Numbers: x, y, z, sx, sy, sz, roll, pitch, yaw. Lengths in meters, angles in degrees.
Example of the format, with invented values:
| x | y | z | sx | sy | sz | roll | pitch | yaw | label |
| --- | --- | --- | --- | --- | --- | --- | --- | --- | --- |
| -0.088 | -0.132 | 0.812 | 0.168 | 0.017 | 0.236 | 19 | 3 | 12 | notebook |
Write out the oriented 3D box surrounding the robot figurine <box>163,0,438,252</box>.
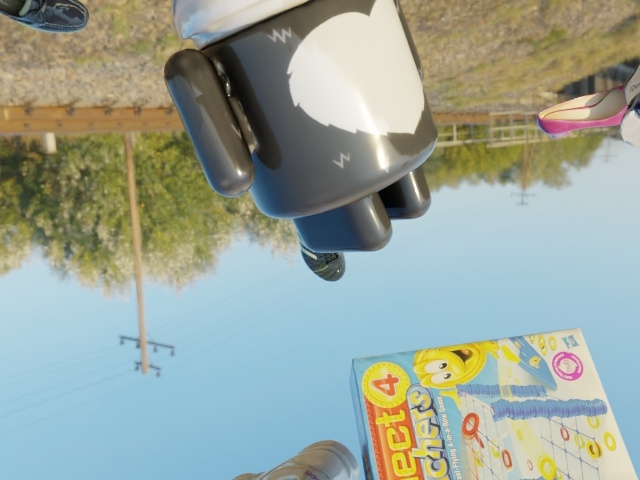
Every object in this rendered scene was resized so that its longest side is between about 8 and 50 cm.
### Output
| x | y | z | sx | sy | sz | roll | pitch | yaw | label |
| --- | --- | --- | --- | --- | --- | --- | --- | --- | --- |
| -0.005 | -0.127 | 0.541 | 0.174 | 0.278 | 0.209 | -19 | -162 | 13 | robot figurine |

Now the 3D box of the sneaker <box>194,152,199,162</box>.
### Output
| x | y | z | sx | sy | sz | roll | pitch | yaw | label |
| --- | --- | --- | --- | --- | --- | --- | --- | --- | --- |
| -0.090 | -0.195 | 1.133 | 0.146 | 0.122 | 0.330 | -47 | -174 | 20 | sneaker |

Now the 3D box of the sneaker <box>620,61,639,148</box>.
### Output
| x | y | z | sx | sy | sz | roll | pitch | yaw | label |
| --- | --- | --- | --- | --- | --- | --- | --- | --- | --- |
| 0.635 | -0.297 | 1.078 | 0.315 | 0.182 | 0.127 | -26 | 130 | 34 | sneaker |

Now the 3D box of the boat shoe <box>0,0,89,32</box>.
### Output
| x | y | z | sx | sy | sz | roll | pitch | yaw | label |
| --- | --- | --- | --- | --- | --- | --- | --- | --- | --- |
| -0.352 | -0.282 | 0.786 | 0.152 | 0.056 | 0.049 | 4 | -163 | -33 | boat shoe |

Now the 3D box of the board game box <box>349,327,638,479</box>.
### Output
| x | y | z | sx | sy | sz | roll | pitch | yaw | label |
| --- | --- | --- | --- | --- | --- | --- | --- | --- | --- |
| 0.208 | 0.277 | 0.793 | 0.302 | 0.308 | 0.086 | -7 | 149 | -5 | board game box |

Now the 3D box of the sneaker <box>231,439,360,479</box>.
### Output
| x | y | z | sx | sy | sz | roll | pitch | yaw | label |
| --- | --- | --- | --- | --- | --- | --- | --- | --- | --- |
| -0.091 | 0.381 | 0.923 | 0.305 | 0.114 | 0.152 | -41 | 165 | 23 | sneaker |

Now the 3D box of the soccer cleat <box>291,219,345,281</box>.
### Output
| x | y | z | sx | sy | sz | roll | pitch | yaw | label |
| --- | --- | --- | --- | --- | --- | --- | --- | --- | --- |
| 0.000 | 0.000 | 0.957 | 0.060 | 0.179 | 0.072 | -33 | -144 | -13 | soccer cleat |

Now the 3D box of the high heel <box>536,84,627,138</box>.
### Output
| x | y | z | sx | sy | sz | roll | pitch | yaw | label |
| --- | --- | --- | --- | --- | --- | --- | --- | --- | --- |
| 0.600 | -0.297 | 1.440 | 0.244 | 0.082 | 0.117 | -16 | 162 | 30 | high heel |
